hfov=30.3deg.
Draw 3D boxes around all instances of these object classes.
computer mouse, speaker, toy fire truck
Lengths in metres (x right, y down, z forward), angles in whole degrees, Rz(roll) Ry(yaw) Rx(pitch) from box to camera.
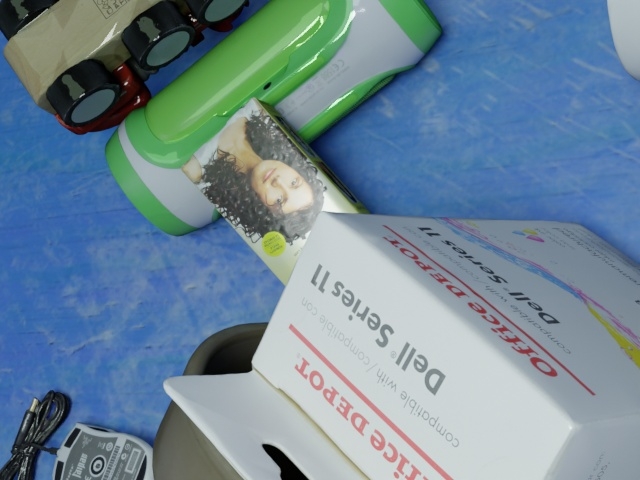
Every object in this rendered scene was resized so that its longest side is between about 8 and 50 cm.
[{"bbox_3d":[-0.206,0.200,1.047,0.193,0.042,0.106,10,72,39],"label":"computer mouse"},{"bbox_3d":[-0.043,-0.132,1.030,0.296,0.131,0.131,-37,56,13],"label":"speaker"},{"bbox_3d":[-0.160,-0.201,1.086,0.217,0.246,0.158,-37,77,4],"label":"toy fire truck"}]

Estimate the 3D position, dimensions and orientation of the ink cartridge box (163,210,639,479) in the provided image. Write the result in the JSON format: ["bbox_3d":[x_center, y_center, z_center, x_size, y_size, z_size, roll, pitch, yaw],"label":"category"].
[{"bbox_3d":[0.108,0.083,0.703,0.207,0.353,0.119,40,116,35],"label":"ink cartridge box"}]

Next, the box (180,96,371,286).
[{"bbox_3d":[0.000,0.000,0.931,0.087,0.058,0.232,-44,84,9],"label":"box"}]

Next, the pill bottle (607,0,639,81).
[{"bbox_3d":[0.384,-0.175,0.740,0.363,0.210,0.210,8,75,34],"label":"pill bottle"}]

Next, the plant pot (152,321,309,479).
[{"bbox_3d":[0.003,0.256,0.761,0.323,0.323,0.280,39,109,36],"label":"plant pot"}]
